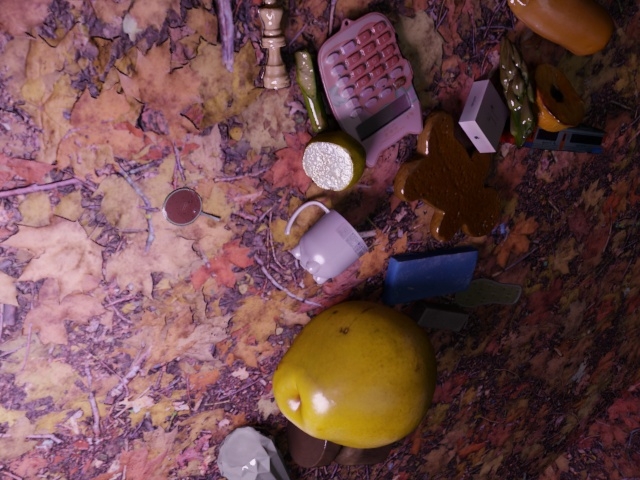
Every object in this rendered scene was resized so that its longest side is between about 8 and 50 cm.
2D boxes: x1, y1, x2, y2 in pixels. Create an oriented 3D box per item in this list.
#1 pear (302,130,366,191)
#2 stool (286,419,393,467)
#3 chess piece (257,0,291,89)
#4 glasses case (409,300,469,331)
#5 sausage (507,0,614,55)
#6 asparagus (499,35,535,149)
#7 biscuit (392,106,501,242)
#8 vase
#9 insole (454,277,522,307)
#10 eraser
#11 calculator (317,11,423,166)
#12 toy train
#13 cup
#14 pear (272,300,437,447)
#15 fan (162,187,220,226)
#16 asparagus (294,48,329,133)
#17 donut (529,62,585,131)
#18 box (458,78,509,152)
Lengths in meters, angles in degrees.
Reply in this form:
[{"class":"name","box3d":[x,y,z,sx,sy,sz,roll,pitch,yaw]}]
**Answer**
[{"class":"pear","box3d":[0.036,-0.183,1.272,0.104,0.141,0.140,-56,148,-53]},{"class":"stool","box3d":[0.059,0.552,1.642,0.264,0.179,0.179,15,106,-37]},{"class":"chess piece","box3d":[-0.092,-0.385,1.118,0.060,0.060,0.171,-18,121,-24]},{"class":"glasses case","box3d":[0.363,0.231,1.751,0.205,0.047,0.070,12,112,-37]},{"class":"sausage","box3d":[0.594,-0.570,1.428,0.354,0.116,0.134,10,119,-32]},{"class":"asparagus","box3d":[0.502,-0.378,1.453,0.080,0.080,0.287,-21,98,-23]},{"class":"biscuit","box3d":[0.350,-0.138,1.529,0.432,0.064,0.282,29,87,-42]},{"class":"vase","box3d":[-0.151,0.650,1.586,0.165,0.165,0.360,-35,133,-12]},{"class":"insole","box3d":[0.552,0.174,1.870,0.322,0.007,0.109,7,111,-35]},{"class":"eraser","box3d":[0.323,0.098,1.654,0.312,0.043,0.144,-6,117,-31]},{"class":"calculator","box3d":[0.112,-0.342,1.280,0.220,0.048,0.329,-35,126,-11]},{"class":"toy train","box3d":[0.652,-0.301,1.624,0.410,0.086,0.089,-1,114,-32]},{"class":"cup","box3d":[0.007,0.007,1.343,0.142,0.134,0.173,-40,131,-6]},{"class":"pear","box3d":[0.098,0.334,1.435,0.419,0.362,0.362,-12,121,-34]},{"class":"fan","box3d":[-0.268,-0.062,1.208,0.133,0.005,0.085,18,103,-37]},{"class":"asparagus","box3d":[-0.019,-0.313,1.211,0.045,0.041,0.178,-35,128,-23]},{"class":"donut","box3d":[0.606,-0.371,1.516,0.174,0.075,0.190,-41,94,-34]},{"class":"box","box3d":[0.416,-0.314,1.456,0.129,0.051,0.130,39,64,-41]}]
